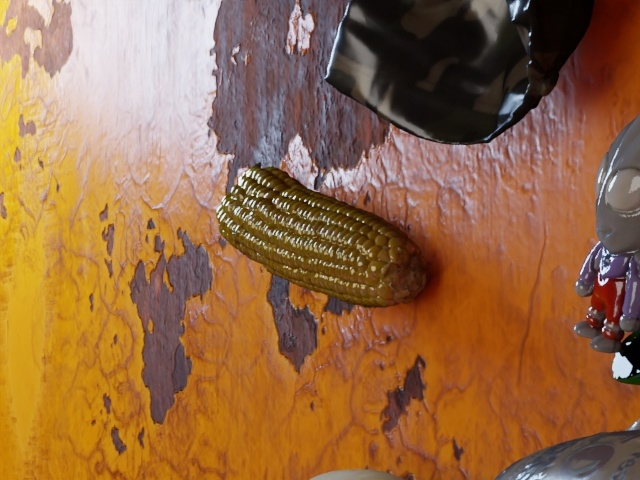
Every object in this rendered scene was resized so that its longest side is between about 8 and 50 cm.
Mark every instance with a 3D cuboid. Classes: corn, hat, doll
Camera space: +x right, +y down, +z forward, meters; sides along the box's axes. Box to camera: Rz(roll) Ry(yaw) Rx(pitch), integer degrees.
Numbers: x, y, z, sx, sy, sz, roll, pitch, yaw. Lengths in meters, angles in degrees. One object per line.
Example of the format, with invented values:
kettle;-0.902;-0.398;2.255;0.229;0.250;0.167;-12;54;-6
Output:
corn;0.000;0.000;1.625;0.292;0.101;0.101;24;107;51
hat;0.141;-0.306;1.427;0.381;0.257;0.366;-63;2;-32
doll;0.242;-0.027;1.270;0.102;0.075;0.227;-129;52;-65

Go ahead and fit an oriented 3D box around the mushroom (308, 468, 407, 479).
mushroom;0.018;0.315;1.467;0.246;0.202;0.246;-172;90;-67

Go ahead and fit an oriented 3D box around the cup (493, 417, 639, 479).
cup;0.237;0.194;1.161;0.301;0.227;0.257;-59;27;-11

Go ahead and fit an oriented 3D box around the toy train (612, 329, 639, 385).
toy train;0.292;0.062;1.214;0.209;0.042;0.044;-37;34;51
